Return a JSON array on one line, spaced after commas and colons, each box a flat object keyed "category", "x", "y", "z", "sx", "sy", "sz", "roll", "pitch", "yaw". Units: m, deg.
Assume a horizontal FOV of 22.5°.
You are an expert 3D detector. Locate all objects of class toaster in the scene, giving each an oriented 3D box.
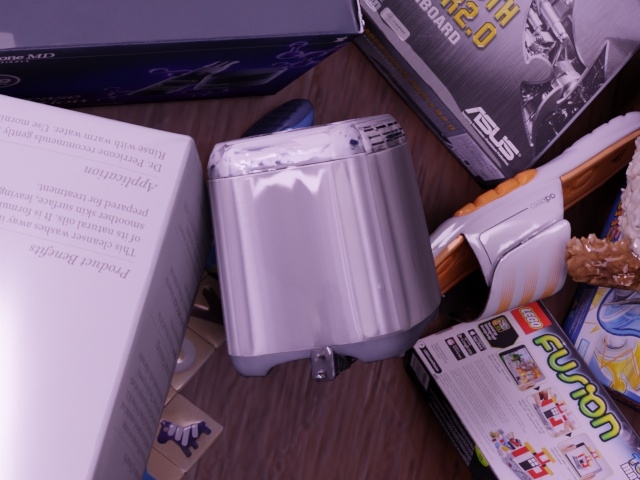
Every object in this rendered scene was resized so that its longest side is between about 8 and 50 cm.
[{"category": "toaster", "x": 0.000, "y": 0.000, "z": 1.029, "sx": 0.129, "sy": 0.227, "sz": 0.147, "roll": -9, "pitch": 95, "yaw": 14}]

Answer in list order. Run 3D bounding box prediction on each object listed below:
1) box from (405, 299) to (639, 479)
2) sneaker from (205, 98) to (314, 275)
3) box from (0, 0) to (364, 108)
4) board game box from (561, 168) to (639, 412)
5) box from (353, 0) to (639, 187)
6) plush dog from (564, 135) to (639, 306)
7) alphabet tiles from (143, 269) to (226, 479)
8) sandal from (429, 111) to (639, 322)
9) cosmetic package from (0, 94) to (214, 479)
[{"category": "box", "x": 0.160, "y": 0.142, "z": 1.157, "sx": 0.114, "sy": 0.036, "sz": 0.207, "roll": -19, "pitch": 57, "yaw": -20}, {"category": "sneaker", "x": -0.042, "y": -0.035, "z": 1.145, "sx": 0.059, "sy": 0.053, "sz": 0.144, "roll": 35, "pitch": 82, "yaw": -20}, {"category": "box", "x": -0.129, "y": -0.151, "z": 1.040, "sx": 0.261, "sy": 0.184, "sz": 0.103, "roll": -6, "pitch": 82, "yaw": -20}, {"category": "board game box", "x": 0.277, "y": 0.035, "z": 1.268, "sx": 0.136, "sy": 0.035, "sz": 0.201, "roll": 27, "pitch": 78, "yaw": -17}, {"category": "box", "x": 0.118, "y": -0.183, "z": 1.206, "sx": 0.183, "sy": 0.056, "sz": 0.231, "roll": -45, "pitch": 103, "yaw": -16}, {"category": "plush dog", "x": 0.288, "y": -0.069, "z": 1.156, "sx": 0.210, "sy": 0.262, "sz": 0.225, "roll": 7, "pitch": 78, "yaw": 3}, {"category": "alphabet tiles", "x": -0.164, "y": 0.094, "z": 1.057, "sx": 0.198, "sy": 0.009, "sz": 0.237, "roll": 36, "pitch": 67, "yaw": 14}, {"category": "sandal", "x": 0.166, "y": -0.006, "z": 1.184, "sx": 0.265, "sy": 0.102, "sz": 0.076, "roll": -33, "pitch": 69, "yaw": -20}, {"category": "cosmetic package", "x": -0.215, "y": 0.113, "z": 0.950, "sx": 0.217, "sy": 0.156, "sz": 0.385, "roll": 15, "pitch": 73, "yaw": 7}]
